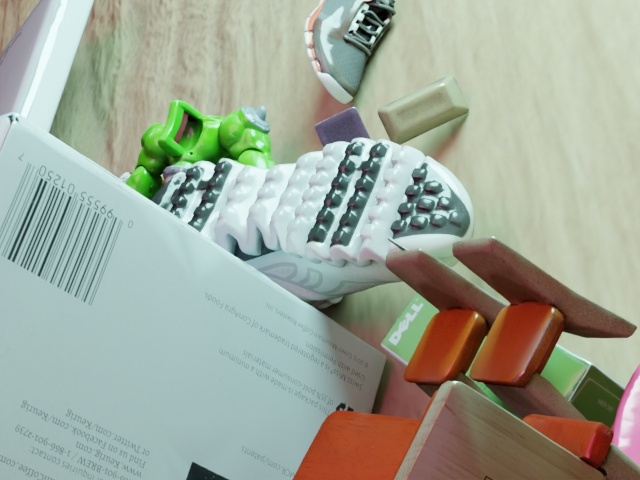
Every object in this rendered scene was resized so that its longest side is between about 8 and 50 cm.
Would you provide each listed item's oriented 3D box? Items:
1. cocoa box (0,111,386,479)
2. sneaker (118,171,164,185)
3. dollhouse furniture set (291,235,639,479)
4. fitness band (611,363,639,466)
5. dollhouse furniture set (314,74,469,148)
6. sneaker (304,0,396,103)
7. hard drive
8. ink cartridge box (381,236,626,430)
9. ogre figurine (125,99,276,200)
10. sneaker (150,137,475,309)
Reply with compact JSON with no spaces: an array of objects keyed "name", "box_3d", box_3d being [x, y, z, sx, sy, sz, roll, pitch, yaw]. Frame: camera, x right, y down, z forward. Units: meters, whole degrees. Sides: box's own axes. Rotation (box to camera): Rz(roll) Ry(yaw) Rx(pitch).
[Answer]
[{"name":"cocoa box","box_3d":[-0.171,0.109,0.941,0.228,0.347,0.231,-6,58,47]},{"name":"sneaker","box_3d":[-0.179,-0.054,1.347,0.083,0.032,0.037,-25,46,35]},{"name":"dollhouse furniture set","box_3d":[0.038,0.118,0.622,0.262,0.135,0.259,-62,18,-15]},{"name":"fitness band","box_3d":[0.235,0.140,0.608,0.209,0.054,0.291,-7,44,4]},{"name":"dollhouse furniture set","box_3d":[0.067,-0.070,1.097,0.114,0.091,0.081,-25,-1,4]},{"name":"sneaker","box_3d":[0.030,-0.188,1.190,0.064,0.061,0.158,-19,50,31]},{"name":"hard drive","box_3d":[-0.342,-0.095,1.508,0.233,0.047,0.353,-31,40,55]},{"name":"ink cartridge box","box_3d":[0.110,0.080,0.844,0.062,0.109,0.209,-55,36,0]},{"name":"ogre figurine","box_3d":[-0.104,-0.053,1.208,0.197,0.096,0.118,-17,61,55]},{"name":"sneaker","box_3d":[0.000,0.000,1.036,0.292,0.118,0.110,0,50,42]}]
